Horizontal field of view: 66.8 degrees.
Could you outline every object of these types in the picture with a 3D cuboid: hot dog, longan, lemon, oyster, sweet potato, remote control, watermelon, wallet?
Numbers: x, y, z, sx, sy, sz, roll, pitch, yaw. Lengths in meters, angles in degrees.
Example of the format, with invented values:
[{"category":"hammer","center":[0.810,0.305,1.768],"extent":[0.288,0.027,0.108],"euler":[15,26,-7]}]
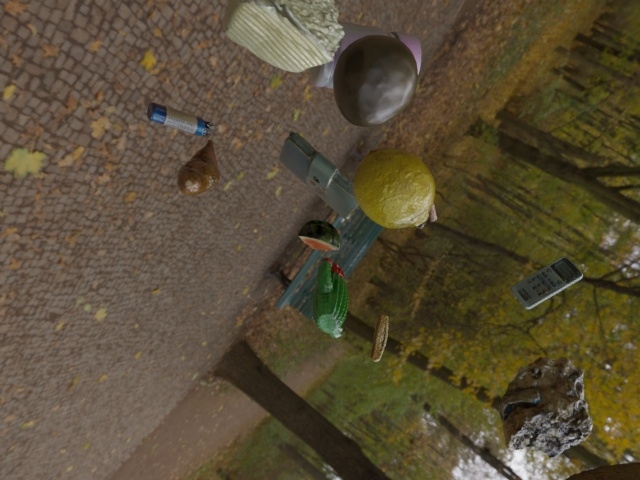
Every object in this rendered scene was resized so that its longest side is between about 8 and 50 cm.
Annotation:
[{"category":"hot dog","center":[0.173,0.284,1.411],"extent":[0.028,0.044,0.137],"euler":[139,-36,-70]},{"category":"longan","center":[0.156,-0.464,1.413],"extent":[0.258,0.258,0.258],"euler":[-49,166,-16]},{"category":"lemon","center":[0.104,-0.072,0.681],"extent":[0.109,0.133,0.109],"euler":[-37,176,-3]},{"category":"oyster","center":[0.503,0.364,1.069],"extent":[0.083,0.214,0.222],"euler":[128,-28,-74]},{"category":"sweet potato","center":[-0.320,-0.174,1.293],"extent":[0.354,0.095,0.106],"euler":[-96,-168,-64]},{"category":"remote control","center":[0.405,0.076,0.872],"extent":[0.125,0.053,0.018],"euler":[-28,147,-4]},{"category":"watermelon","center":[0.000,0.000,1.563],"extent":[0.125,0.135,0.094],"euler":[-33,157,-54]},{"category":"wallet","center":[-0.002,-0.229,1.759],"extent":[0.083,0.360,0.252],"euler":[-48,179,-15]}]

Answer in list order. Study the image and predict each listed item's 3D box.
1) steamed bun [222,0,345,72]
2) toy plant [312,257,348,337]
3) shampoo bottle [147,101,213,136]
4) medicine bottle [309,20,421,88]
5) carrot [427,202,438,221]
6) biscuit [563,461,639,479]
[{"category":"steamed bun","center":[-0.083,-0.603,1.233],"extent":[0.274,0.290,0.272],"euler":[-1,-115,51]},{"category":"toy plant","center":[0.025,0.126,1.218],"extent":[0.154,0.088,0.240],"euler":[62,23,-50]},{"category":"shampoo bottle","center":[-0.397,-0.342,1.391],"extent":[0.183,0.087,0.050],"euler":[12,113,-33]},{"category":"medicine bottle","center":[0.143,-0.601,1.617],"extent":[0.212,0.326,0.211],"euler":[-178,-90,-75]},{"category":"carrot","center":[0.441,-0.135,1.956],"extent":[0.048,0.048,0.139],"euler":[-48,137,-23]},{"category":"biscuit","center":[0.378,0.294,0.568],"extent":[0.188,0.027,0.188],"euler":[-10,165,-3]}]
